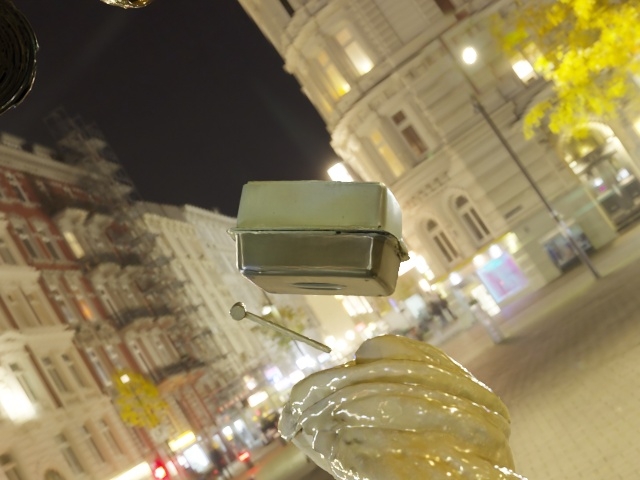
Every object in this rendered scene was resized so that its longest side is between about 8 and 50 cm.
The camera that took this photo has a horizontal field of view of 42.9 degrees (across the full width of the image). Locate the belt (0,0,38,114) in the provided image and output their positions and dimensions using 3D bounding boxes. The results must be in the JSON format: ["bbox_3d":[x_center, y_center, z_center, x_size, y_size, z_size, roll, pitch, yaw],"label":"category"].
[{"bbox_3d":[-0.348,-0.171,0.703,0.198,0.078,0.151,-5,-52,-50],"label":"belt"}]

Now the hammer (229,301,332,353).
[{"bbox_3d":[-0.070,0.159,1.463,0.060,0.195,0.028,-79,13,-83],"label":"hammer"}]

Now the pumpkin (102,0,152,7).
[{"bbox_3d":[-0.420,-0.614,1.611,0.256,0.225,0.303,-50,-21,-29],"label":"pumpkin"}]

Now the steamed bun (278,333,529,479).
[{"bbox_3d":[0.141,0.283,1.076,0.230,0.372,0.325,-49,-31,-15],"label":"steamed bun"}]

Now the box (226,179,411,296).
[{"bbox_3d":[0.000,0.000,1.394,0.290,0.166,0.220,0,-16,16],"label":"box"}]
